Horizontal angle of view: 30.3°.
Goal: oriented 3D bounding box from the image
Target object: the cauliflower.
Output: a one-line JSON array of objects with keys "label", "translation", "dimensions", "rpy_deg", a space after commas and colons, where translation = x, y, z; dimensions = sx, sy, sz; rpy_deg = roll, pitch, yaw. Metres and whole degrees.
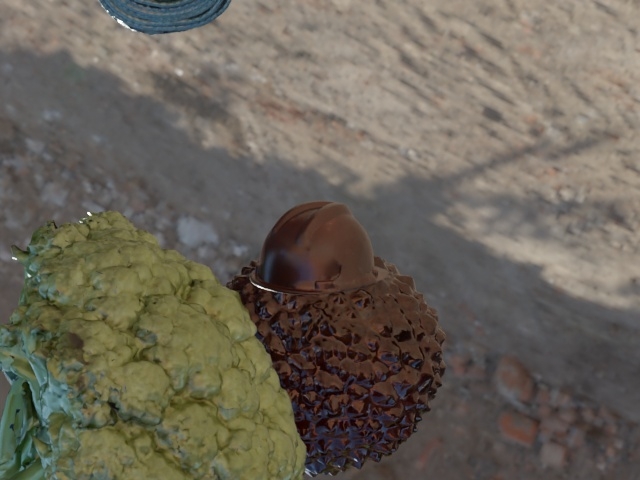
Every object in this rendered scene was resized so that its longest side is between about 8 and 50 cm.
[{"label": "cauliflower", "translation": [-0.145, 0.128, 0.740], "dimensions": [0.272, 0.250, 0.275], "rpy_deg": [63, -168, -5]}]

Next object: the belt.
[{"label": "belt", "translation": [-0.182, -0.316, 1.384], "dimensions": [0.163, 0.082, 0.147], "rpy_deg": [23, 123, -22]}]

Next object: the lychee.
[{"label": "lychee", "translation": [0.005, 0.130, 1.291], "dimensions": [0.264, 0.264, 0.300], "rpy_deg": [14, 172, 41]}]

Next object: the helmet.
[{"label": "helmet", "translation": [0.000, 0.000, 0.853], "dimensions": [0.089, 0.057, 0.111], "rpy_deg": [8, -167, 38]}]
